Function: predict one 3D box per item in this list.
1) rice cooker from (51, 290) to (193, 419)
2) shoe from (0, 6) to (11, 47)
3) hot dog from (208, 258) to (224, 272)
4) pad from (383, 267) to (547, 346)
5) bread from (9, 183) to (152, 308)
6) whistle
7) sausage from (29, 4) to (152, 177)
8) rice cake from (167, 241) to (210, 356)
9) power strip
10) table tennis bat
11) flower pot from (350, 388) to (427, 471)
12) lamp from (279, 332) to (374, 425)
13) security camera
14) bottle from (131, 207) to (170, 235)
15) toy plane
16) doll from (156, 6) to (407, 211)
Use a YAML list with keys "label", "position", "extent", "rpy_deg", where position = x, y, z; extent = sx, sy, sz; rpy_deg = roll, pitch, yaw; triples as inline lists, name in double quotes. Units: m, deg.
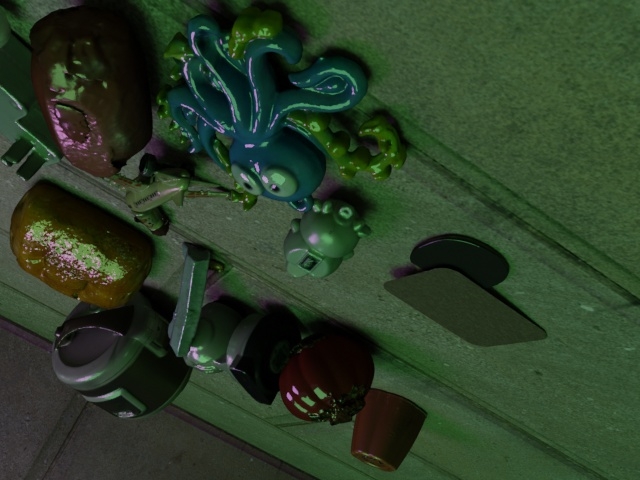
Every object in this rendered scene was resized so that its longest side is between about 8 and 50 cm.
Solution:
- label: "rice cooker"
  position: [-0.548, 0.306, 1.873]
  extent: [0.335, 0.335, 0.325]
  rpy_deg: [4, 146, 35]
- label: "shoe"
  position: [-0.503, -0.360, 0.861]
  extent: [0.110, 0.095, 0.265]
  rpy_deg: [-6, 138, 45]
- label: "hot dog"
  position: [-0.251, 0.052, 1.481]
  extent: [0.083, 0.021, 0.037]
  rpy_deg: [18, 152, 12]
- label: "pad"
  position: [0.251, 0.123, 1.174]
  extent: [0.266, 0.002, 0.176]
  rpy_deg: [33, 150, -25]
- label: "bread"
  position: [-0.567, 0.031, 1.571]
  extent: [0.337, 0.147, 0.328]
  rpy_deg: [31, 153, -13]
- label: "whistle"
  position: [0.001, 0.002, 1.087]
  extent: [0.101, 0.106, 0.253]
  rpy_deg: [54, 148, 10]
- label: "sausage"
  position: [-0.309, -0.200, 0.923]
  extent: [0.152, 0.152, 0.279]
  rpy_deg: [23, 153, 5]
- label: "rice cake"
  position: [-0.295, 0.133, 1.500]
  extent: [0.081, 0.051, 0.290]
  rpy_deg: [40, 128, 35]
- label: "power strip"
  position: [-0.528, -0.222, 1.093]
  extent: [0.230, 0.141, 0.261]
  rpy_deg: [-5, 138, 47]
- label: "table tennis bat"
  position: [0.199, 0.052, 1.100]
  extent: [0.138, 0.022, 0.246]
  rpy_deg: [32, 152, -15]
- label: "flower pot"
  position: [0.170, 0.517, 1.813]
  extent: [0.191, 0.173, 0.190]
  rpy_deg: [21, 155, 10]
- label: "lamp"
  position: [0.018, 0.316, 1.517]
  extent: [0.227, 0.226, 0.226]
  rpy_deg: [20, 153, 10]
- label: "security camera"
  position: [-0.202, 0.247, 1.613]
  extent: [0.278, 0.191, 0.197]
  rpy_deg: [10, 146, 32]
- label: "bottle"
  position: [-0.336, -0.043, 1.351]
  extent: [0.063, 0.047, 0.101]
  rpy_deg: [22, 157, 28]
- label: "toy plane"
  position: [-0.276, -0.094, 1.141]
  extent: [0.229, 0.092, 0.244]
  rpy_deg: [9, 177, -37]
- label: "doll"
  position: [-0.079, -0.146, 0.882]
  extent: [0.346, 0.098, 0.341]
  rpy_deg: [2, 146, 32]
